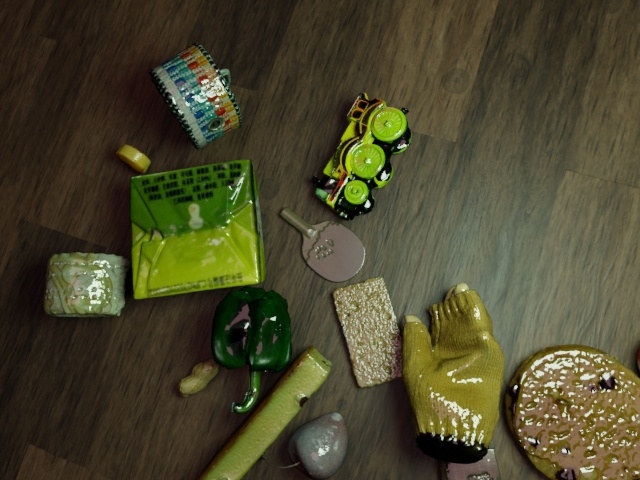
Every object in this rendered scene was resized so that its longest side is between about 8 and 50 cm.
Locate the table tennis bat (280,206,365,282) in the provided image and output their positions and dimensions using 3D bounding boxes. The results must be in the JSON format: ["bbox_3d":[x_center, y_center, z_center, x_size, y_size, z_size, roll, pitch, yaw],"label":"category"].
[{"bbox_3d":[0.000,0.000,1.192,0.234,0.022,0.131,39,88,11],"label":"table tennis bat"}]

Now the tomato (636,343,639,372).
[{"bbox_3d":[0.723,0.243,0.977,0.187,0.151,0.187,-2,74,8],"label":"tomato"}]

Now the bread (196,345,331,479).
[{"bbox_3d":[-0.116,0.386,1.073,0.077,0.138,0.361,40,88,5],"label":"bread"}]

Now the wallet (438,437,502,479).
[{"bbox_3d":[0.298,0.420,1.055,0.124,0.042,0.230,-11,72,7],"label":"wallet"}]

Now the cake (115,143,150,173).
[{"bbox_3d":[-0.470,-0.203,1.263,0.084,0.084,0.044,30,76,12],"label":"cake"}]

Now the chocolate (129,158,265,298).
[{"bbox_3d":[-0.277,-0.018,1.175,0.301,0.137,0.288,-8,78,8],"label":"chocolate"}]

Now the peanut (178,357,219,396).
[{"bbox_3d":[-0.280,0.314,1.156,0.113,0.054,0.054,-43,77,-1],"label":"peanut"}]

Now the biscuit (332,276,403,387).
[{"bbox_3d":[0.114,0.205,1.132,0.131,0.025,0.230,-15,77,4],"label":"biscuit"}]

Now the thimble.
[{"bbox_3d":[-0.548,0.107,1.191,0.191,0.137,0.143,1,77,-7],"label":"thimble"}]

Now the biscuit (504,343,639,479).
[{"bbox_3d":[0.524,0.354,1.021,0.296,0.075,0.295,-2,81,13],"label":"biscuit"}]

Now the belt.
[{"bbox_3d":[-0.273,-0.331,1.173,0.161,0.295,0.206,-33,94,-6],"label":"belt"}]

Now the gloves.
[{"bbox_3d":[0.266,0.256,1.018,0.203,0.155,0.356,-2,64,23],"label":"gloves"}]

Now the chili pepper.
[{"bbox_3d":[-0.148,0.235,1.091,0.174,0.165,0.260,4,94,0],"label":"chili pepper"}]

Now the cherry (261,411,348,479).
[{"bbox_3d":[-0.020,0.432,1.084,0.115,0.188,0.148,29,71,-26],"label":"cherry"}]

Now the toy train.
[{"bbox_3d":[0.094,-0.192,1.174,0.161,0.100,0.296,28,85,19],"label":"toy train"}]
